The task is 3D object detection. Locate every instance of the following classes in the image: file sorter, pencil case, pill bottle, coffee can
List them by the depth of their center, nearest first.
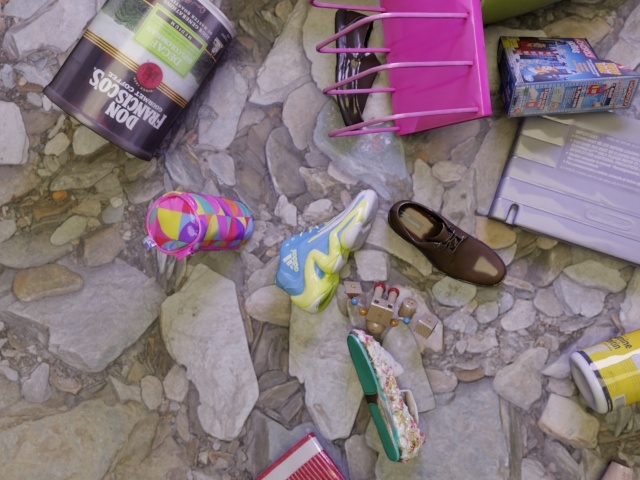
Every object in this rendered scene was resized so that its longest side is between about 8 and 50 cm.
[{"bbox_3d":[0.104,-0.311,0.836,0.182,0.202,0.290,-11,97,-30],"label":"file sorter"},{"bbox_3d":[0.506,0.198,0.884,0.184,0.103,0.103,-22,86,5],"label":"pill bottle"},{"bbox_3d":[-0.191,-0.023,0.909,0.104,0.236,0.104,1,94,14],"label":"pencil case"},{"bbox_3d":[-0.304,-0.305,0.949,0.201,0.201,0.275,35,92,7],"label":"coffee can"}]

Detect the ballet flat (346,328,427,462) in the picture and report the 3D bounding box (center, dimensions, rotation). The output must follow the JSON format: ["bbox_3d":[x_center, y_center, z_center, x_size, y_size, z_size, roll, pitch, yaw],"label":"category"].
[{"bbox_3d":[0.115,0.257,0.951,0.077,0.091,0.241,-19,90,-24],"label":"ballet flat"}]

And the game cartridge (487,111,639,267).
[{"bbox_3d":[0.487,-0.089,0.921,0.355,0.068,0.230,19,87,7],"label":"game cartridge"}]

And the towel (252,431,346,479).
[{"bbox_3d":[-0.008,0.523,0.911,0.237,0.037,0.329,-42,67,10],"label":"towel"}]

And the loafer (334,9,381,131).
[{"bbox_3d":[0.067,-0.299,0.965,0.078,0.080,0.220,-3,88,7],"label":"loafer"}]

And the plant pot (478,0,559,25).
[{"bbox_3d":[0.345,-0.485,0.867,0.294,0.275,0.274,-9,87,-9],"label":"plant pot"}]

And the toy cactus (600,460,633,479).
[{"bbox_3d":[0.458,0.449,0.892,0.219,0.112,0.180,20,81,16],"label":"toy cactus"}]

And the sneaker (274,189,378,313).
[{"bbox_3d":[0.000,0.000,0.960,0.126,0.091,0.240,27,80,18],"label":"sneaker"}]

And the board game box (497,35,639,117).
[{"bbox_3d":[0.394,-0.265,0.896,0.194,0.194,0.060,5,131,6],"label":"board game box"}]

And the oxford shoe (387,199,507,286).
[{"bbox_3d":[0.212,0.009,0.931,0.227,0.096,0.083,31,90,5],"label":"oxford shoe"}]

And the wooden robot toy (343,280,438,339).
[{"bbox_3d":[0.111,0.130,0.966,0.173,0.076,0.079,20,126,7],"label":"wooden robot toy"}]
